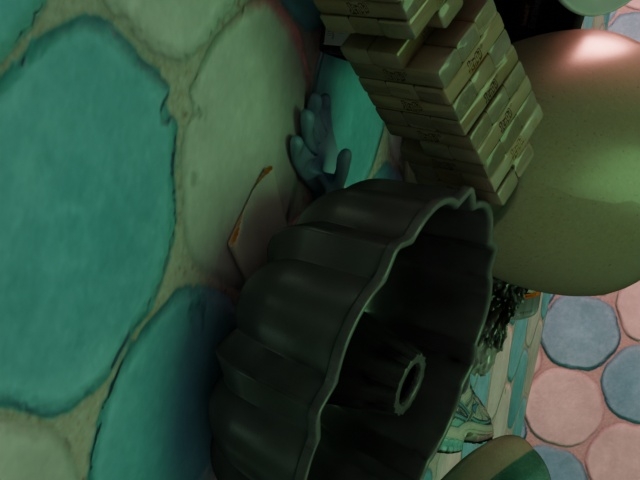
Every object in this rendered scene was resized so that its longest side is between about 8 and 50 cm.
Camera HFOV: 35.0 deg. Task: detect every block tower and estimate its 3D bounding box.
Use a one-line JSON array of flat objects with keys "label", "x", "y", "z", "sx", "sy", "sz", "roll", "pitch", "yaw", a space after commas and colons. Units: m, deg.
[{"label": "block tower", "x": 0.068, "y": -0.172, "z": 0.771, "sx": 0.091, "sy": 0.097, "sz": 0.335, "roll": -55, "pitch": 136, "yaw": -21}]

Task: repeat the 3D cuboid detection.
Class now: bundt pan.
[{"label": "bundt pan", "x": 0.022, "y": 0.098, "z": 0.838, "sx": 0.331, "sy": 0.124, "sz": 0.331, "roll": -43, "pitch": 143, "yaw": -44}]

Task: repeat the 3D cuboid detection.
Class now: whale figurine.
[{"label": "whale figurine", "x": 0.226, "y": 0.412, "z": 1.501, "sx": 0.272, "sy": 0.141, "sz": 0.216, "roll": -42, "pitch": 160, "yaw": 3}]

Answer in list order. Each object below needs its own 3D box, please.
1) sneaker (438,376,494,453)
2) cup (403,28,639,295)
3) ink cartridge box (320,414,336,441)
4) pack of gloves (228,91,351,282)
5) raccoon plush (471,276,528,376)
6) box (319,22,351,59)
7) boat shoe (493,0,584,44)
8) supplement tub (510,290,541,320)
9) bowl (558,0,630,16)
[{"label": "sneaker", "x": 0.199, "y": 0.236, "z": 1.498, "sx": 0.283, "sy": 0.110, "sz": 0.122, "roll": 6, "pitch": 91, "yaw": -71}, {"label": "cup", "x": 0.236, "y": -0.090, "z": 1.185, "sx": 0.237, "sy": 0.331, "sz": 0.331, "roll": -4, "pitch": 105, "yaw": -44}, {"label": "ink cartridge box", "x": 0.023, "y": 0.142, "z": 1.037, "sx": 0.097, "sy": 0.046, "sz": 0.207, "roll": 69, "pitch": 37, "yaw": -55}, {"label": "pack of gloves", "x": 0.000, "y": 0.000, "z": 0.895, "sx": 0.232, "sy": 0.046, "sz": 0.195, "roll": 75, "pitch": 31, "yaw": -51}, {"label": "raccoon plush", "x": 0.349, "y": -0.018, "z": 1.461, "sx": 0.299, "sy": 0.216, "sz": 0.447, "roll": 120, "pitch": -16, "yaw": -76}, {"label": "box", "x": 0.094, "y": -0.305, "z": 0.959, "sx": 0.295, "sy": 0.073, "sz": 0.293, "roll": -10, "pitch": 111, "yaw": -70}, {"label": "boat shoe", "x": 0.274, "y": -0.380, "z": 1.264, "sx": 0.500, "sy": 0.186, "sz": 0.156, "roll": 86, "pitch": 17, "yaw": -49}, {"label": "supplement tub", "x": 0.324, "y": 0.030, "z": 1.724, "sx": 0.117, "sy": 0.117, "sz": 0.190, "roll": -39, "pitch": 136, "yaw": -62}, {"label": "bowl", "x": 0.277, "y": -0.394, "z": 1.050, "sx": 0.297, "sy": 0.134, "sz": 0.298, "roll": -27, "pitch": 133, "yaw": -33}]
